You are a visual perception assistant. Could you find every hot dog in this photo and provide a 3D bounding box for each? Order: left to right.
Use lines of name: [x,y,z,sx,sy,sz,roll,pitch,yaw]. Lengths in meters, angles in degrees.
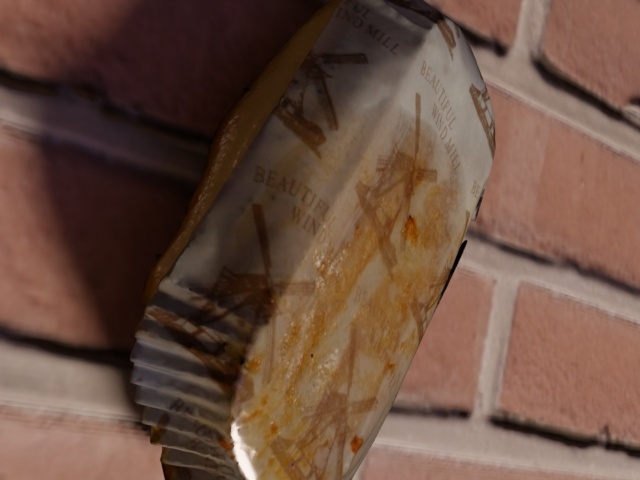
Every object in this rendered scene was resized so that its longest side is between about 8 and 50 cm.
hot dog: [0.000,0.000,0.537,0.270,0.082,0.162,-60,140,-33]
